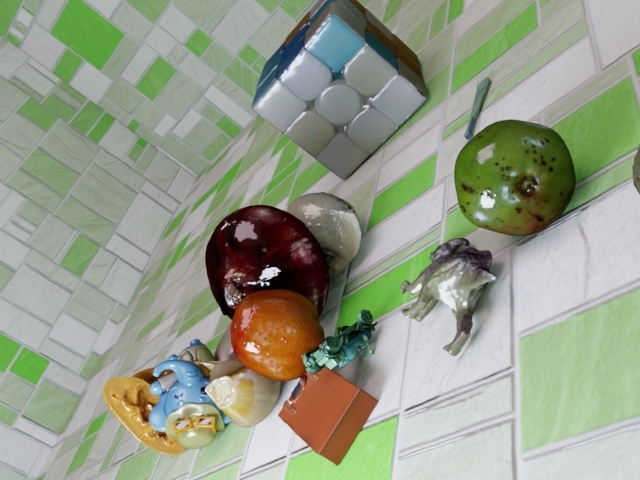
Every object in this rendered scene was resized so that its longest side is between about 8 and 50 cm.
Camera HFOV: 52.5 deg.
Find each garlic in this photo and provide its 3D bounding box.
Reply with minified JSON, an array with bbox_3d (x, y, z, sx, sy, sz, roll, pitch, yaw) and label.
[{"bbox_3d":[-0.171,0.300,1.351,0.245,0.164,0.145,-177,106,-72],"label":"garlic"}]

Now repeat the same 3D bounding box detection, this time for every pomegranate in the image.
[{"bbox_3d":[0.294,-0.101,1.012,0.181,0.181,0.224,-48,1,13],"label":"pomegranate"}]

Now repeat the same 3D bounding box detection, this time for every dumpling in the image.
[{"bbox_3d":[-0.006,-0.001,1.521,0.243,0.175,0.226,-103,21,-84],"label":"dumpling"}]

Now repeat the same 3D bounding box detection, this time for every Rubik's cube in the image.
[{"bbox_3d":[0.054,-0.448,1.824,0.346,0.347,0.344,-42,22,25],"label":"Rubik's cube"}]

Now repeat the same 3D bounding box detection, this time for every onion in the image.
[{"bbox_3d":[-0.133,0.074,1.420,0.232,0.314,0.314,-25,-5,-46],"label":"onion"}]

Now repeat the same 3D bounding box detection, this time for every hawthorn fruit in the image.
[{"bbox_3d":[-0.085,0.177,1.241,0.189,0.189,0.189,-44,22,23],"label":"hawthorn fruit"}]

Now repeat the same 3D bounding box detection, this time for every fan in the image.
[{"bbox_3d":[0.340,-0.287,1.415,0.038,0.016,0.193,-31,28,51],"label":"fan"}]

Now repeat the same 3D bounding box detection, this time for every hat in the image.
[{"bbox_3d":[-0.379,0.374,1.659,0.244,0.233,0.233,10,31,23],"label":"hat"}]

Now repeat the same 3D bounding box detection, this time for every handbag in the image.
[{"bbox_3d":[0.007,0.292,1.129,0.127,0.063,0.190,-57,24,-10],"label":"handbag"}]

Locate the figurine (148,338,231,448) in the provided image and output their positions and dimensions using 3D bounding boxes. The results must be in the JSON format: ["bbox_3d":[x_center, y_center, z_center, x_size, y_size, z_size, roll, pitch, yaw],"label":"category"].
[{"bbox_3d":[-0.300,0.348,1.484,0.153,0.180,0.262,-59,44,31],"label":"figurine"}]

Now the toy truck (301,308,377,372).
[{"bbox_3d":[0.044,0.193,1.154,0.154,0.078,0.080,-29,-12,-49],"label":"toy truck"}]

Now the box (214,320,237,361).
[{"bbox_3d":[-0.180,0.236,1.577,0.200,0.088,0.146,-60,20,-19],"label":"box"}]

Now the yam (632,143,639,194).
[{"bbox_3d":[0.429,-0.056,0.728,0.107,0.107,0.183,-45,23,21],"label":"yam"}]

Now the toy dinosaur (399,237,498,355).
[{"bbox_3d":[0.202,0.069,1.040,0.162,0.077,0.294,-51,20,4],"label":"toy dinosaur"}]
